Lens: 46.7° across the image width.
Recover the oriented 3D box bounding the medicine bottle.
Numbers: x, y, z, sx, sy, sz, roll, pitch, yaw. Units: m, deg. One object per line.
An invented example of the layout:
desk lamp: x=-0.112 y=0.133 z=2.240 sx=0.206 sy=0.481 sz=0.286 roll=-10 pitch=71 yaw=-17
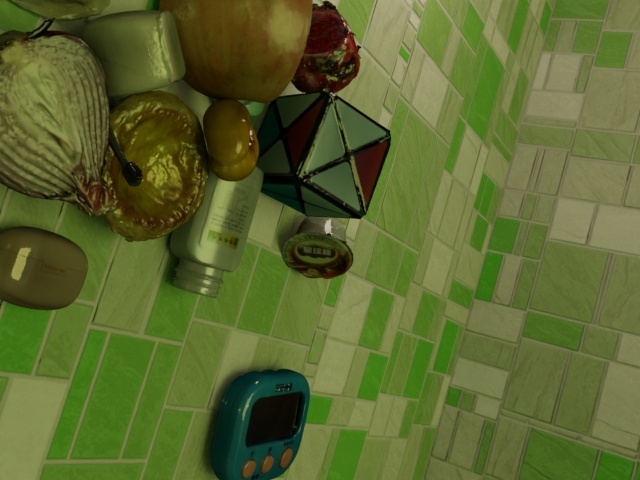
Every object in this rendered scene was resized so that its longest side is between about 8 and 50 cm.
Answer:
medicine bottle: x=-0.248 y=-0.034 z=1.722 sx=0.179 sy=0.124 sz=0.324 roll=20 pitch=82 yaw=-52

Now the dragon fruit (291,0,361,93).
dragon fruit: x=-0.013 y=-0.491 z=1.868 sx=0.147 sy=0.210 sz=0.282 roll=54 pitch=30 yaw=-58

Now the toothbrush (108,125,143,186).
toothbrush: x=-0.401 y=-0.229 z=1.343 sx=0.030 sy=0.030 sz=0.297 roll=-26 pitch=83 yaw=-38

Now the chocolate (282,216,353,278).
chocolate: x=0.004 y=0.003 z=2.099 sx=0.147 sy=0.221 sz=0.221 roll=-73 pitch=153 yaw=-44

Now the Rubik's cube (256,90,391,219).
Rubik's cube: x=-0.007 y=-0.208 z=1.862 sx=0.248 sy=0.246 sz=0.250 roll=29 pitch=75 yaw=-37

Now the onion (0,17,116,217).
onion: x=-0.483 y=-0.189 z=1.266 sx=0.267 sy=0.159 sz=0.349 roll=-38 pitch=132 yaw=-28

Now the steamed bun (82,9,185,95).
steamed bun: x=-0.349 y=-0.350 z=1.379 sx=0.242 sy=0.164 sz=0.146 roll=-102 pitch=-177 yaw=-71

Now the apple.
apple: x=-0.174 y=-0.460 z=1.558 sx=0.252 sy=0.313 sz=0.309 roll=93 pitch=-1 yaw=-82

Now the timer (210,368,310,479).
timer: x=-0.163 y=0.511 z=2.052 sx=0.340 sy=0.115 sz=0.309 roll=9 pitch=94 yaw=-58

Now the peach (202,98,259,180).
peach: x=-0.190 y=-0.209 z=1.575 sx=0.179 sy=0.103 sz=0.179 roll=-9 pitch=90 yaw=-86

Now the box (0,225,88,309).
box: x=-0.519 y=0.053 z=1.361 sx=0.200 sy=0.088 sz=0.146 roll=26 pitch=78 yaw=-58

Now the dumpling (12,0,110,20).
dumpling: x=-0.441 y=-0.464 z=1.278 sx=0.252 sy=0.131 sz=0.179 roll=-31 pitch=149 yaw=-35

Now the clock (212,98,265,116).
clock: x=-0.202 y=-0.379 z=1.721 sx=0.210 sy=0.066 sz=0.160 roll=3 pitch=98 yaw=-57

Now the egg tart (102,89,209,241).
egg tart: x=-0.361 y=-0.152 z=1.501 sx=0.319 sy=0.128 sz=0.319 roll=-26 pitch=123 yaw=-49
